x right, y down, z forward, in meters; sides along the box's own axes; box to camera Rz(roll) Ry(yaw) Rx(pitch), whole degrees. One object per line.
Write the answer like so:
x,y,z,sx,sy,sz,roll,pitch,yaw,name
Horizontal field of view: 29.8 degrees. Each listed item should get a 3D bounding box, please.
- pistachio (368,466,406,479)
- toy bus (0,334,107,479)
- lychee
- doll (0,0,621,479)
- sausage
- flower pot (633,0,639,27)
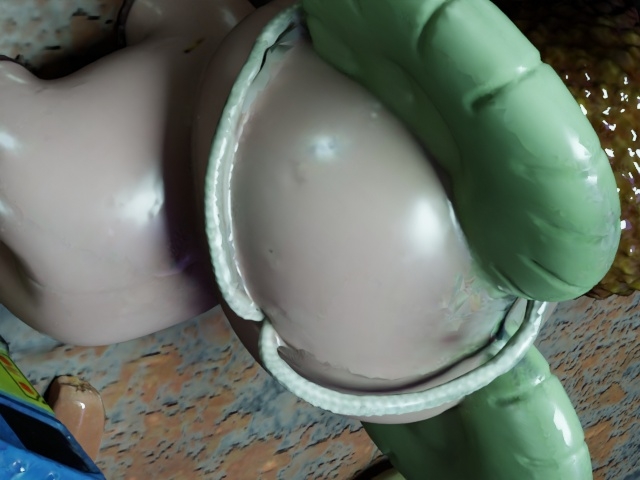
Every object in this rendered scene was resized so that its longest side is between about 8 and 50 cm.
0.043,0.247,0.844,0.206,0.131,0.129,-40,97,-13,pistachio
-0.229,0.156,0.472,0.288,0.175,0.138,-51,142,-1,toy bus
0.157,-0.057,0.686,0.194,0.194,0.194,-25,134,-29,lychee
0.000,0.000,0.500,0.216,0.268,0.284,-33,137,-24,doll
-0.147,0.140,0.653,0.035,0.030,0.147,-2,120,-42,sausage
0.212,-0.203,0.512,0.282,0.299,0.299,-1,128,-1,flower pot
